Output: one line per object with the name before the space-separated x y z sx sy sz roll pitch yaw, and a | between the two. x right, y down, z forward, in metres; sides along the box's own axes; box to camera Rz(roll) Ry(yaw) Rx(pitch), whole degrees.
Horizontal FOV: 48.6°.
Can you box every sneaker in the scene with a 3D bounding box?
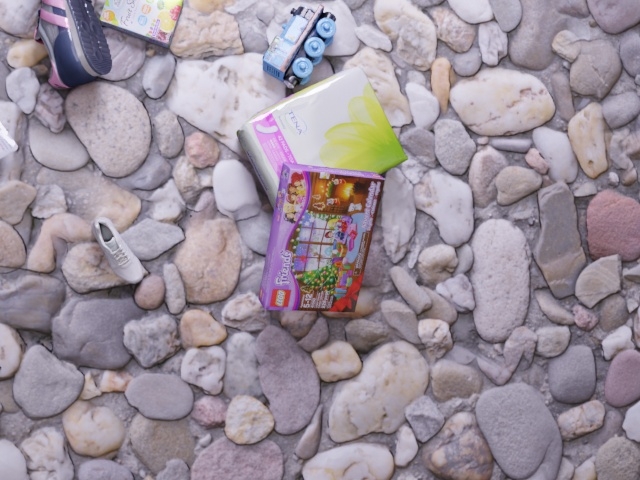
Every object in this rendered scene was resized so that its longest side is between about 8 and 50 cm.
sneaker | -0.511 -0.448 1.366 0.131 0.112 0.319 -20 80 20
sneaker | -0.404 0.022 1.396 0.053 0.061 0.152 -35 97 -12

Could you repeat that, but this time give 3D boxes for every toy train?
toy train | -0.042 -0.407 1.468 0.105 0.080 0.184 30 84 -3

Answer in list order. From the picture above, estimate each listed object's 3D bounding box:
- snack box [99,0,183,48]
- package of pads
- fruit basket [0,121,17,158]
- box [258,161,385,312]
snack box | -0.358 -0.459 1.425 0.141 0.037 0.100 18 85 -10
package of pads | -0.001 -0.201 1.460 0.296 0.101 0.229 -28 95 -11
fruit basket | -0.805 -0.211 1.295 0.353 0.165 0.327 -38 97 -25
box | 0.000 0.000 1.411 0.200 0.057 0.293 4 109 -22
